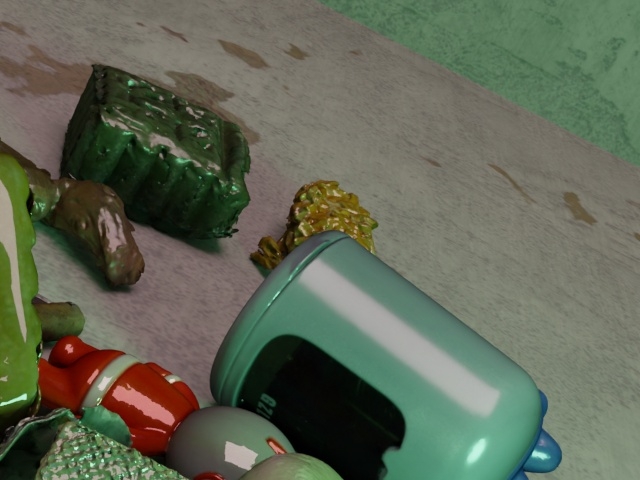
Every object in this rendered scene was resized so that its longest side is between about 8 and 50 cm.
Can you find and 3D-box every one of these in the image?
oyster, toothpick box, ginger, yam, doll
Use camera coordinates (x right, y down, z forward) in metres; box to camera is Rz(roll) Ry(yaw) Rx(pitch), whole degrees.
[{"bbox_3d":[-0.265,0.226,1.340,0.087,0.252,0.199,32,-21,35],"label":"oyster"},{"bbox_3d":[0.089,0.170,1.725,0.354,0.263,0.263,37,23,15],"label":"toothpick box"},{"bbox_3d":[-0.324,-0.051,1.917,0.290,0.084,0.122,34,16,10],"label":"ginger"},{"bbox_3d":[-0.350,0.090,1.631,0.046,0.046,0.264,42,26,29],"label":"yam"},{"bbox_3d":[-0.140,0.199,1.590,0.336,0.105,0.200,25,20,11],"label":"doll"}]

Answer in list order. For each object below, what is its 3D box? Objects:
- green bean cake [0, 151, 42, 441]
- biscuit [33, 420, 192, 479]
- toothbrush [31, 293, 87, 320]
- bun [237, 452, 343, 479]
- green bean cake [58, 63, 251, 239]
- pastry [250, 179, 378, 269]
[{"bbox_3d":[-0.409,0.066,1.415,0.310,0.202,0.285,4,65,-18],"label":"green bean cake"},{"bbox_3d":[-0.194,0.272,1.254,0.147,0.046,0.250,29,58,-3],"label":"biscuit"},{"bbox_3d":[-0.349,0.048,1.765,0.194,0.014,0.017,27,22,-5],"label":"toothbrush"},{"bbox_3d":[-0.017,0.330,1.349,0.283,0.179,0.283,55,9,-14],"label":"bun"},{"bbox_3d":[-0.215,-0.117,2.146,0.255,0.132,0.241,23,19,-14],"label":"green bean cake"},{"bbox_3d":[0.000,0.000,2.177,0.154,0.102,0.250,27,22,-2],"label":"pastry"}]
